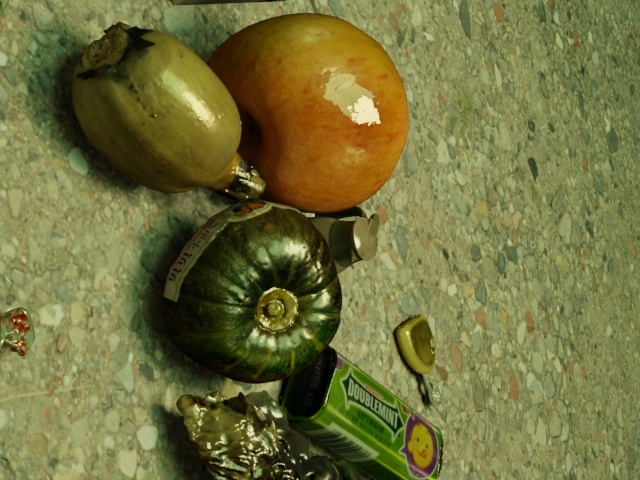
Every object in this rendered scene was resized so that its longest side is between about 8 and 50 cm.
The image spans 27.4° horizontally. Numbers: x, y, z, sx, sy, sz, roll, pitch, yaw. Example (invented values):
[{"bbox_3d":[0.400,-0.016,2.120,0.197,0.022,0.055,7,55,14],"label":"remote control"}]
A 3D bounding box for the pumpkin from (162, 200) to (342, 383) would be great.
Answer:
[{"bbox_3d":[-0.096,0.077,1.836,0.260,0.189,0.260,-4,98,-28],"label":"pumpkin"}]

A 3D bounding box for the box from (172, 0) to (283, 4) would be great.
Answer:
[{"bbox_3d":[-0.070,-0.432,1.993,0.299,0.200,0.106,-16,95,-56],"label":"box"}]

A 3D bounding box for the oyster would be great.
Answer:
[{"bbox_3d":[-0.059,0.297,1.854,0.361,0.096,0.221,43,13,-20],"label":"oyster"}]

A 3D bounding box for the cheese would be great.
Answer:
[{"bbox_3d":[0.181,0.217,2.327,0.086,0.036,0.163,-31,106,-53],"label":"cheese"}]

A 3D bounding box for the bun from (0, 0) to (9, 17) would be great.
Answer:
[{"bbox_3d":[-0.418,-0.313,1.553,0.141,0.083,0.141,28,56,-51],"label":"bun"}]

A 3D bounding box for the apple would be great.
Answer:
[{"bbox_3d":[-0.028,-0.185,1.919,0.275,0.299,0.299,-12,91,-41],"label":"apple"}]

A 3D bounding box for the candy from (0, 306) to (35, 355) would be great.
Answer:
[{"bbox_3d":[-0.426,0.085,1.447,0.292,0.059,0.086,23,66,-51],"label":"candy"}]

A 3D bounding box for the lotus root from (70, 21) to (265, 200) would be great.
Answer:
[{"bbox_3d":[-0.193,-0.149,1.745,0.310,0.182,0.183,44,47,-35],"label":"lotus root"}]

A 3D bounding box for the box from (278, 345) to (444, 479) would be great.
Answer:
[{"bbox_3d":[0.073,0.290,2.092,0.345,0.097,0.134,41,50,-43],"label":"box"}]

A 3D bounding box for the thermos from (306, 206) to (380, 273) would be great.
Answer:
[{"bbox_3d":[0.000,0.000,1.981,0.105,0.193,0.137,57,39,-27],"label":"thermos"}]
